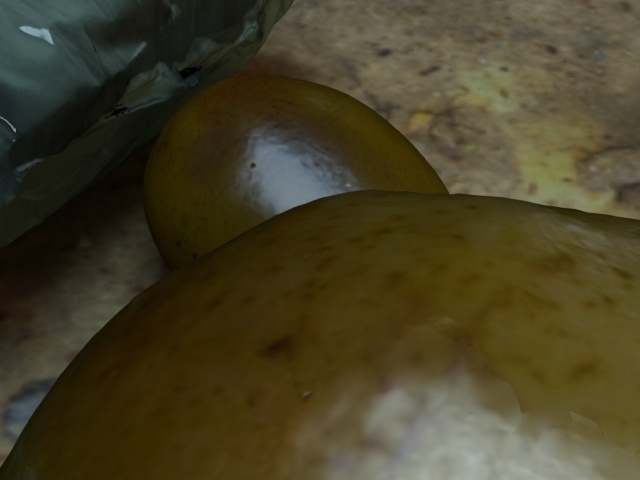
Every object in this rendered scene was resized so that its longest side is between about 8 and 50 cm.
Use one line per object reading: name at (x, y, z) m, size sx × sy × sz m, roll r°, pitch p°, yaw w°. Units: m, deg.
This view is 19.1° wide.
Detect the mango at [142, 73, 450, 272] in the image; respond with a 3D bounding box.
mango at (0.001, -0.004, 0.776) m, size 0.163 × 0.089 × 0.111 m, roll 30°, pitch 55°, yaw 17°

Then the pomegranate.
pomegranate at (0.041, 0.128, 0.434) m, size 0.307 × 0.307 × 0.307 m, roll 2°, pitch 37°, yaw -1°

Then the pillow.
pillow at (-0.182, -0.100, 0.850) m, size 0.283 × 0.138 × 0.310 m, roll 11°, pitch 35°, yaw 24°
